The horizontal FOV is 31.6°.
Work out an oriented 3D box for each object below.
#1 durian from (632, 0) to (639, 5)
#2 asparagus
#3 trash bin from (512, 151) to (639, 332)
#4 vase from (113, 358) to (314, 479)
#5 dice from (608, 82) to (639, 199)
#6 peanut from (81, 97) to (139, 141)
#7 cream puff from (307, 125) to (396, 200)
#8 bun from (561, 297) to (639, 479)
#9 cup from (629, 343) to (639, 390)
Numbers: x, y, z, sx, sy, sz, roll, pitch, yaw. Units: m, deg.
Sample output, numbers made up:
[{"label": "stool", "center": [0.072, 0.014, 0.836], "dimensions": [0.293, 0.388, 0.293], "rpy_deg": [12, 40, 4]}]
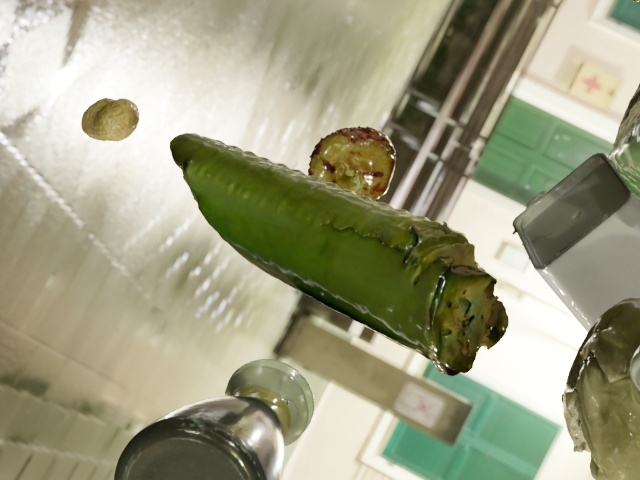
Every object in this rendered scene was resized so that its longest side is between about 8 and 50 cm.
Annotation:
[{"label": "durian", "center": [0.457, -0.384, 1.414], "dimensions": [0.237, 0.193, 0.138], "rpy_deg": [-63, -157, -4]}, {"label": "asparagus", "center": [0.000, 0.000, 1.052], "dimensions": [0.108, 0.382, 0.128], "rpy_deg": [-50, 140, -18]}, {"label": "trash bin", "center": [0.476, 0.077, 1.656], "dimensions": [0.256, 0.368, 0.296], "rpy_deg": [-40, -158, 17]}, {"label": "vase", "center": [-0.100, 0.242, 1.329], "dimensions": [0.173, 0.173, 0.321], "rpy_deg": [-65, 171, 16]}, {"label": "dice", "center": [0.516, -0.138, 1.182], "dimensions": [0.318, 0.322, 0.330], "rpy_deg": [-60, 178, 0]}, {"label": "peanut", "center": [-0.246, -0.142, 1.329], "dimensions": [0.113, 0.054, 0.054], "rpy_deg": [3, -121, 56]}, {"label": "cream puff", "center": [0.044, -0.121, 1.777], "dimensions": [0.084, 0.149, 0.149], "rpy_deg": [-113, -141, -52]}, {"label": "bun", "center": [0.349, 0.188, 1.341], "dimensions": [0.210, 0.116, 0.237], "rpy_deg": [97, 0, -71]}, {"label": "cup", "center": [0.425, 0.136, 1.061], "dimensions": [0.186, 0.258, 0.234], "rpy_deg": [-58, 159, -34]}]
